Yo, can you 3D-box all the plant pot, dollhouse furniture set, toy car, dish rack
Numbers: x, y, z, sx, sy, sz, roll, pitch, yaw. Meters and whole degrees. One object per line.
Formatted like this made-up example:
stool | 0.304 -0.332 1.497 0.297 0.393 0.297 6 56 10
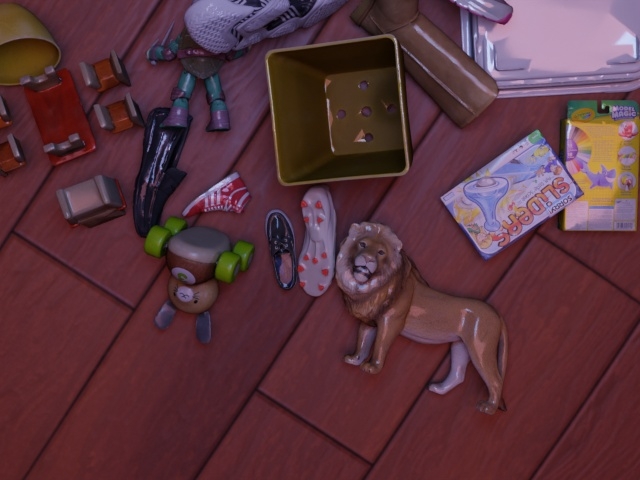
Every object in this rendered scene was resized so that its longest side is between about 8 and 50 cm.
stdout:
plant pot | -0.503 -0.331 1.695 0.134 0.134 0.095 -21 72 0
dollhouse furniture set | -0.416 -0.157 1.725 0.262 0.135 0.259 -20 84 0
plant pot | 0.052 -0.208 1.667 0.212 0.187 0.212 -4 96 19
toy car | -0.217 0.077 1.735 0.155 0.149 0.188 19 107 9
dish rack | 0.405 -0.387 1.738 0.332 0.072 0.286 -4 96 0

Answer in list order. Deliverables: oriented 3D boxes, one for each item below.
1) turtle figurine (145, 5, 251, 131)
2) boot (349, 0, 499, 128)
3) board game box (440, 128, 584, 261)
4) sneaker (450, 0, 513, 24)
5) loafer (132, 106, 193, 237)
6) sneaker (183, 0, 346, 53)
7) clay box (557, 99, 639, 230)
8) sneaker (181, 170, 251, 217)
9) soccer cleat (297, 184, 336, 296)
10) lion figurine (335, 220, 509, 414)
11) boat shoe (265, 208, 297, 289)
turtle figurine | -0.201 -0.298 1.694 0.175 0.118 0.234 1 88 -3
boot | 0.190 -0.324 1.667 0.269 0.236 0.089 45 73 -2
board game box | 0.324 -0.076 1.754 0.201 0.035 0.136 -36 87 13
sneaker | 0.231 -0.455 1.665 0.111 0.103 0.252 -44 75 24
loafer | -0.264 -0.112 1.738 0.078 0.076 0.223 10 91 5
sneaker | -0.111 -0.425 1.613 0.137 0.366 0.210 -33 87 42
clay box | 0.476 -0.128 1.771 0.127 0.053 0.222 1 95 0
sneaker | -0.174 -0.059 1.764 0.118 0.042 0.067 -35 92 0
soccer cleat | 0.000 0.000 1.766 0.068 0.076 0.196 9 113 19
lion figurine | 0.186 0.132 1.763 0.392 0.142 0.240 21 87 -18
boat shoe | -0.064 0.017 1.775 0.049 0.040 0.142 -11 96 -1
